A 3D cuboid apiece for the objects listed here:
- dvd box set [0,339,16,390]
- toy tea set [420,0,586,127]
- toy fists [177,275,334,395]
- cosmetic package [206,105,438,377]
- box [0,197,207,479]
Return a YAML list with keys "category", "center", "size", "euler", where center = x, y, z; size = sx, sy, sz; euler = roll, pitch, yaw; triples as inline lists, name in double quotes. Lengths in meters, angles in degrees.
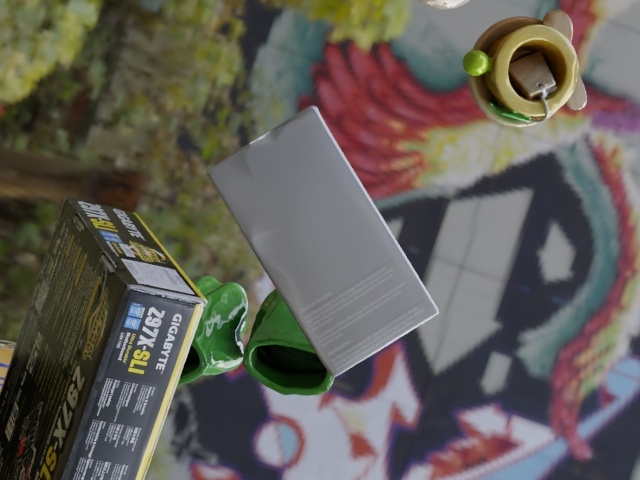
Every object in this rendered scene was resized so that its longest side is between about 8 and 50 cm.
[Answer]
- category: "dvd box set"
  center: [-0.561, 0.238, 1.888]
  size: [0.062, 0.420, 0.307]
  euler: [-147, -111, -75]
- category: "toy tea set"
  center: [0.220, -0.173, 1.190]
  size: [0.124, 0.336, 0.200]
  euler: [-158, -113, -73]
- category: "toy fists"
  center: [-0.085, 0.107, 1.807]
  size: [0.142, 0.279, 0.096]
  euler: [-61, 148, -55]
- category: "cosmetic package"
  center: [0.000, 0.000, 1.542]
  size: [0.127, 0.238, 0.107]
  euler: [-30, -179, -2]
- category: "box"
  center: [-0.217, 0.149, 1.407]
  size: [0.257, 0.079, 0.322]
  euler: [40, -68, 62]
